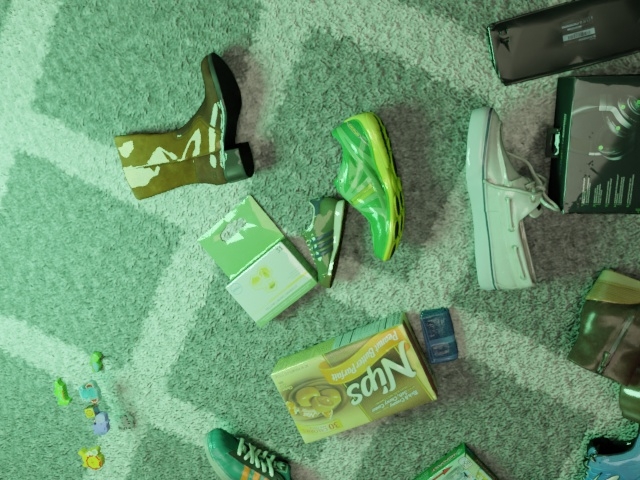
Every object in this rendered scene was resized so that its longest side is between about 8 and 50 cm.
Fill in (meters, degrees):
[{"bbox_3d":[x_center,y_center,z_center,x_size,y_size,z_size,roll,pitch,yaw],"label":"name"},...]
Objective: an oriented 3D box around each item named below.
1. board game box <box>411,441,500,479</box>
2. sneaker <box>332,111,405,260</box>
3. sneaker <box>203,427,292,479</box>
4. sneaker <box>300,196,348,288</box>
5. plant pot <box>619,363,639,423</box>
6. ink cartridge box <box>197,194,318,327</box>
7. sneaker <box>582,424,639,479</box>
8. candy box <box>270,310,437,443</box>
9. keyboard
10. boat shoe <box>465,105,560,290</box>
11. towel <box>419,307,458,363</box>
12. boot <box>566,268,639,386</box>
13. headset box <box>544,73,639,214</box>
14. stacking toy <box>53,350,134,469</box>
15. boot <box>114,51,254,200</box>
[{"bbox_3d":[0.283,0.638,1.412,0.317,0.046,0.213,-43,94,16],"label":"board game box"},{"bbox_3d":[0.096,-0.104,1.227,0.123,0.109,0.296,-10,98,22],"label":"sneaker"},{"bbox_3d":[-0.137,0.531,1.420,0.121,0.108,0.302,-37,105,15],"label":"sneaker"},{"bbox_3d":[0.000,0.000,1.282,0.086,0.064,0.192,12,104,11],"label":"sneaker"},{"bbox_3d":[0.689,0.310,1.189,0.165,0.167,0.167,9,111,49],"label":"plant pot"},{"bbox_3d":[-0.139,0.046,1.317,0.171,0.056,0.235,-39,98,16],"label":"ink cartridge box"},{"bbox_3d":[0.607,0.499,1.303,0.147,0.129,0.330,49,114,18],"label":"sneaker"},{"bbox_3d":[0.074,0.300,1.332,0.316,0.087,0.183,-24,99,14],"label":"candy box"},{"bbox_3d":[0.464,-0.418,1.119,0.317,0.033,0.202,-12,109,10],"label":"keyboard"},{"bbox_3d":[0.368,-0.073,1.150,0.156,0.136,0.367,-1,108,27],"label":"boat shoe"},{"bbox_3d":[0.255,0.205,1.312,0.067,0.029,0.120,-12,102,10],"label":"towel"},{"bbox_3d":[0.632,0.189,1.195,0.248,0.090,0.207,20,85,17],"label":"boot"},{"bbox_3d":[0.561,-0.176,1.115,0.283,0.131,0.247,0,105,8],"label":"headset box"},{"bbox_3d":[-0.513,0.382,1.399,0.052,0.167,0.221,-14,101,12],"label":"stacking toy"},{"bbox_3d":[-0.295,-0.231,1.267,0.280,0.096,0.264,-7,111,17],"label":"boot"}]
